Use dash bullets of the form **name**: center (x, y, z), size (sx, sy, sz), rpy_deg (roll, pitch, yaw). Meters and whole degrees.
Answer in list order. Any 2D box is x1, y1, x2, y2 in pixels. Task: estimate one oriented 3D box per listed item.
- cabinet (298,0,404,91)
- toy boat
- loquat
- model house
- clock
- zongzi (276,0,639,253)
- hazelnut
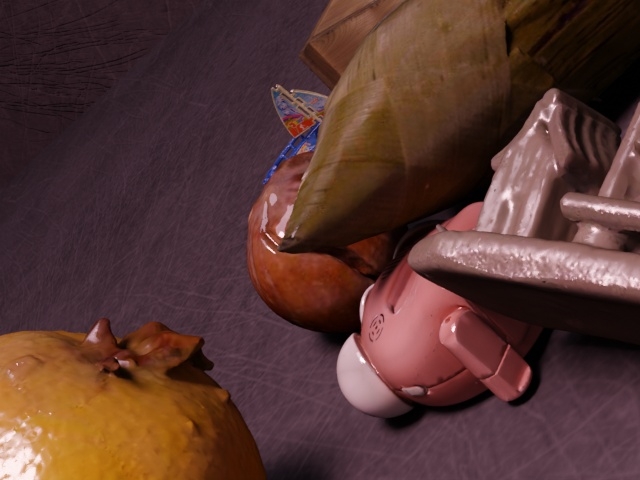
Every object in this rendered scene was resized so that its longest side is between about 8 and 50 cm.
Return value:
- **cabinet**: center (0.113, -0.235, 1.232), size (0.174, 0.148, 0.215), rpy_deg (-22, 33, 48)
- **toy boat**: center (-0.009, -0.130, 1.333), size (0.175, 0.110, 0.091), rpy_deg (-47, 21, 6)
- **loquat**: center (-0.155, 0.181, 0.842), size (0.275, 0.275, 0.275), rpy_deg (-39, 22, 20)
- **model house**: center (0.182, -0.025, 0.729), size (0.229, 0.122, 0.188), rpy_deg (9, 60, 48)
- **clock**: center (0.085, 0.041, 0.879), size (0.162, 0.092, 0.166), rpy_deg (-22, 33, 54)
- **zongzi**: center (0.127, -0.131, 0.919), size (0.323, 0.160, 0.360), rpy_deg (-38, 5, 28)
- **hazelnut**: center (0.000, 0.000, 1.043), size (0.143, 0.143, 0.154), rpy_deg (-23, 40, 47)
